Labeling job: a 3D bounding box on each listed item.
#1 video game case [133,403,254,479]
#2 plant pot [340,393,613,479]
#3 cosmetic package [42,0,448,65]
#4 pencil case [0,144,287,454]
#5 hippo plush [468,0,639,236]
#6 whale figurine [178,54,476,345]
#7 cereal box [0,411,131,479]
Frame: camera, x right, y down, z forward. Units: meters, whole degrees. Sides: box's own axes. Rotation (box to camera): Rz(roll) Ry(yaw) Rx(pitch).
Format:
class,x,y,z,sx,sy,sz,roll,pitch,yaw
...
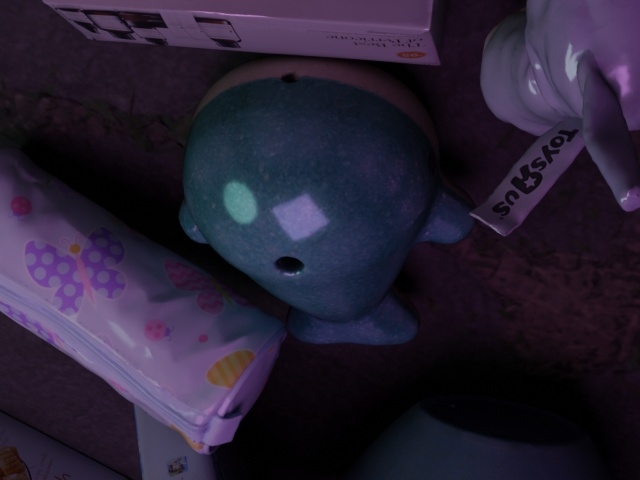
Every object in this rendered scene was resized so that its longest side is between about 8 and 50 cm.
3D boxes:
class,x,y,z,sx,sy,sz,roll,pitch,yaw
video game case,-0.086,0.232,1.286,0.061,0.244,0.269,-17,131,0
plant pot,0.127,0.233,1.248,0.290,0.290,0.195,10,99,4
cosmetic package,-0.043,-0.153,0.994,0.239,0.060,0.099,5,176,9
pencil case,-0.158,0.042,1.158,0.273,0.124,0.113,32,112,5
hippo plush,0.124,-0.181,0.852,0.236,0.294,0.234,55,154,-12
whale figurine,0.000,0.000,1.110,0.216,0.141,0.272,1,137,12
cereal box,-0.270,0.249,1.404,0.240,0.173,0.047,31,134,-17
